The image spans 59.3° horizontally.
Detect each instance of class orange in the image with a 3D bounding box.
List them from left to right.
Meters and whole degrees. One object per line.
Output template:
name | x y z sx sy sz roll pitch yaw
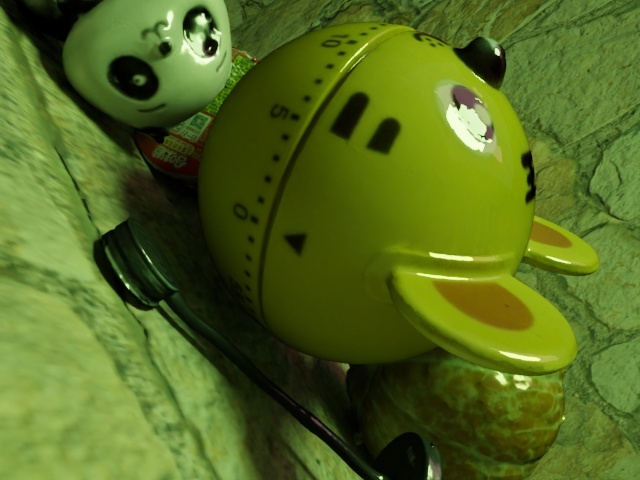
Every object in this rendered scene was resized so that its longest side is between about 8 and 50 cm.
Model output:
orange | 0.171 0.183 0.766 0.248 0.330 0.329 8 20 -15

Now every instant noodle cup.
instant noodle cup | -0.126 -0.126 0.781 0.193 0.193 0.212 57 -3 21

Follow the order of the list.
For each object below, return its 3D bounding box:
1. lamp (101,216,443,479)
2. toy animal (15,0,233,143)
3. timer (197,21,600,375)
lamp | -0.019 0.109 0.482 0.371 0.108 0.130 54 0 -11
toy animal | -0.203 -0.237 0.611 0.235 0.187 0.165 55 -9 -4
timer | 0.082 -0.032 0.563 0.386 0.376 0.376 25 -9 24
